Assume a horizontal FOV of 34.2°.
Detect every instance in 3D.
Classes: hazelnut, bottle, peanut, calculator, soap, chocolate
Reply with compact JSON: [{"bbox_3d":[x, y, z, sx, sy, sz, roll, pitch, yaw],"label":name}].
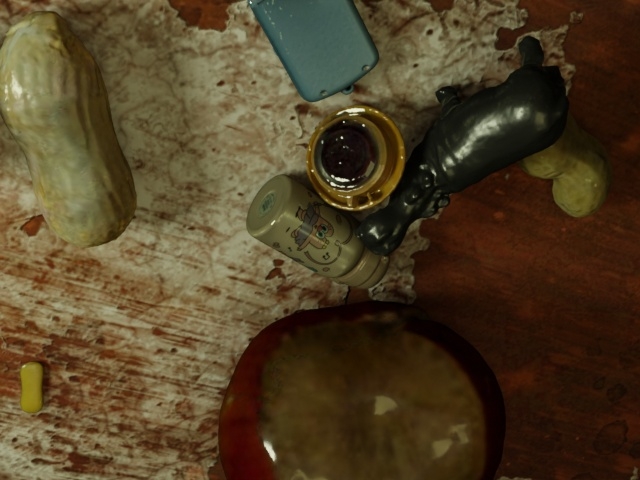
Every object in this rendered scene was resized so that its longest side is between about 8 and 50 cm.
[{"bbox_3d":[0.055,0.257,1.489,0.409,0.359,0.359,-6,120,-19],"label":"hazelnut"},{"bbox_3d":[0.000,0.000,1.454,0.209,0.097,0.110,32,138,-29],"label":"bottle"},{"bbox_3d":[0.349,-0.119,1.495,0.103,0.098,0.229,-17,133,43],"label":"peanut"},{"bbox_3d":[-0.007,-0.271,1.331,0.121,0.039,0.210,-30,123,3],"label":"calculator"},{"bbox_3d":[-0.414,0.211,1.491,0.034,0.012,0.089,1,118,-17],"label":"soap"},{"bbox_3d":[-0.311,-0.125,1.266,0.134,0.134,0.309,-15,122,-9],"label":"chocolate"}]

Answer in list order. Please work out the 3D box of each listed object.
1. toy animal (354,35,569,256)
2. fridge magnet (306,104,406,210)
[{"bbox_3d":[0.185,-0.122,1.405,0.343,0.168,0.106,-38,125,22],"label":"toy animal"},{"bbox_3d":[0.044,-0.111,1.388,0.143,0.143,0.063,-51,161,14],"label":"fridge magnet"}]
